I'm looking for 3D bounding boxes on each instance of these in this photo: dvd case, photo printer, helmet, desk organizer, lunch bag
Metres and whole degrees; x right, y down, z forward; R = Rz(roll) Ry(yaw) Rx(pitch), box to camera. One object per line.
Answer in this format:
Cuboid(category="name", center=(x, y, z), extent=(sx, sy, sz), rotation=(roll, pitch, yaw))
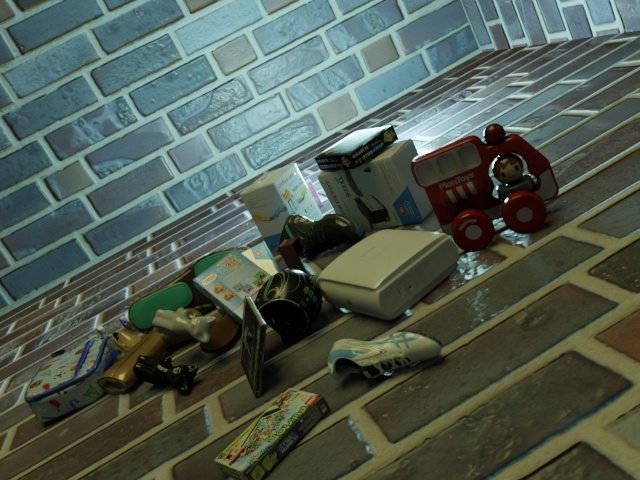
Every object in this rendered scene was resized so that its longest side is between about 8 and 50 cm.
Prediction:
Cuboid(category="dvd case", center=(-0.156, 0.237, 1.542), extent=(0.018, 0.165, 0.221), rotation=(2, 11, -16))
Cuboid(category="photo printer", center=(0.147, 0.072, 1.626), extent=(0.256, 0.107, 0.307), rotation=(-35, 19, -23))
Cuboid(category="helmet", center=(-0.077, 0.151, 1.650), extent=(0.169, 0.169, 0.162), rotation=(-20, 23, 21))
Cuboid(category="desk organizer", center=(-0.068, 0.058, 1.948), extent=(0.050, 0.130, 0.047), rotation=(-13, 22, 33))
Cuboid(category="lunch bag", center=(-0.727, 0.398, 1.992), extent=(0.243, 0.115, 0.303), rotation=(-26, 18, -2))

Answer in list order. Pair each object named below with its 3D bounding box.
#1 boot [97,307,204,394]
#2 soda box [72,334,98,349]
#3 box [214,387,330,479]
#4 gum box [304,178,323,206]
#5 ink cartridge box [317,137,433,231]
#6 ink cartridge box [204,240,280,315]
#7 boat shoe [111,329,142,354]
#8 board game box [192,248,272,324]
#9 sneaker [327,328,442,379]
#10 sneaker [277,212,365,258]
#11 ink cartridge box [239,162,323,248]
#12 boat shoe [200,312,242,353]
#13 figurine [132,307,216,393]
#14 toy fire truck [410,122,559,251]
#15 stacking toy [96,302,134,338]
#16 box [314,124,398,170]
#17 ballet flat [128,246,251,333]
Cuboid(category="boot", center=(-0.467, 0.317, 1.892), extent=(0.236, 0.089, 0.269), rotation=(-22, 17, 42))
Cuboid(category="soda box", center=(-0.802, 0.389, 2.215), extent=(0.183, 0.058, 0.063), rotation=(-36, 19, -25))
Cuboid(category="box", center=(-0.088, 0.363, 1.258), extent=(0.207, 0.036, 0.114), rotation=(-39, 21, -34))
Cuboid(category="gum box", center=(-0.099, -0.149, 2.626), extent=(0.188, 0.107, 0.062), rotation=(-27, 17, 2))
Cuboid(category="ink cartridge box", center=(0.172, -0.157, 2.049), extent=(0.307, 0.223, 0.129), rotation=(-9, 25, 45))
Cuboid(category="ink cartridge box", center=(-0.218, 0.119, 1.958), extent=(0.203, 0.086, 0.148), rotation=(-27, 57, 0))
Cuboid(category="boat shoe", center=(-0.612, 0.316, 2.114), extent=(0.190, 0.072, 0.068), rotation=(-7, 26, 48))
Cuboid(category="board game box", center=(-0.223, 0.127, 1.854), extent=(0.211, 0.039, 0.160), rotation=(34, 56, 28))
Cuboid(category="sneaker", center=(0.122, 0.226, 1.290), extent=(0.237, 0.085, 0.086), rotation=(-13, 48, 29))
Cuboid(category="sneaker", center=(0.000, 0.000, 2.098), extent=(0.340, 0.125, 0.140), rotation=(-2, 58, 49))
Cuboid(category="ink cartridge box", center=(-0.137, -0.123, 2.396), extent=(0.168, 0.233, 0.171), rotation=(-15, 22, 36))
Cuboid(category="boat shoe", center=(-0.255, 0.243, 1.818), extent=(0.207, 0.073, 0.073), rotation=(-44, -15, -47))
Cuboid(category="figurine", center=(-0.363, 0.277, 1.727), extent=(0.209, 0.092, 0.215), rotation=(3, 68, 46))
Cuboid(category="toy fire truck", center=(0.396, -0.137, 1.604), extent=(0.302, 0.254, 0.169), rotation=(-22, 18, 19))
Cuboid(category="stacking toy", center=(-0.670, 0.283, 2.333), extent=(0.167, 0.052, 0.221), rotation=(-38, 21, -30))
Cuboid(category="box", center=(0.105, -0.275, 2.020), extent=(0.175, 0.051, 0.220), rotation=(-35, 19, -21))
Cuboid(category="ballet flat", center=(-0.381, 0.154, 2.146), extent=(0.482, 0.164, 0.182), rotation=(-27, -8, 7))
